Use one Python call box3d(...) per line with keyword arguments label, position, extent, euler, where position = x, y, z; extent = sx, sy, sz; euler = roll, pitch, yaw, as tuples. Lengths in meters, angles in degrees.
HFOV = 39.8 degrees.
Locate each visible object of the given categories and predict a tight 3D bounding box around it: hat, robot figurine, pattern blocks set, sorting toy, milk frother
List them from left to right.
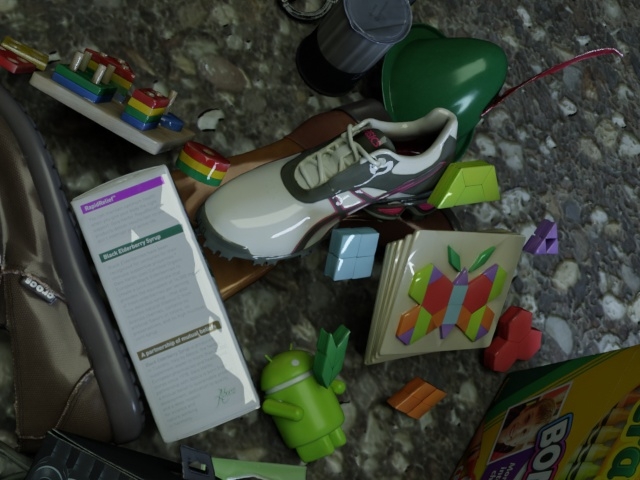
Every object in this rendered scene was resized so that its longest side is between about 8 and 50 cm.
box3d(label="sorting toy", position=(-0.196, -0.145, 0.855), extent=(0.274, 0.132, 0.046), euler=(30, 103, 1))
box3d(label="robot figurine", position=(-0.019, 0.161, 0.887), extent=(0.101, 0.067, 0.115), euler=(-18, 82, -57))
box3d(label="milk frother", position=(0.021, -0.261, 1.001), extent=(0.143, 0.134, 0.129), euler=(35, 62, -11))
box3d(label="pattern blocks set", position=(0.131, 0.057, 0.911), extent=(0.324, 0.026, 0.286), euler=(-15, 121, -32))
box3d(label="hat", position=(0.198, -0.192, 1.010), extent=(0.173, 0.183, 0.208), euler=(51, 53, -27))

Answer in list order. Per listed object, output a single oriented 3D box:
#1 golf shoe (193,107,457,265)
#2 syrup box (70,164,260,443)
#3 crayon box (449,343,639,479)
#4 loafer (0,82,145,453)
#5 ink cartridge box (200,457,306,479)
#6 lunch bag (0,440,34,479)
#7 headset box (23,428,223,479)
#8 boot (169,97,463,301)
box3d(label="golf shoe", position=(0.008, -0.064, 0.847), extent=(0.272, 0.120, 0.105), euler=(-18, 61, -25))
box3d(label="syrup box", position=(-0.141, 0.058, 0.826), extent=(0.096, 0.093, 0.237), euler=(-21, 87, -7))
box3d(label="crayon box", position=(0.225, 0.269, 0.825), extent=(0.106, 0.313, 0.363), euler=(41, 62, -8))
box3d(label="loafer", position=(-0.273, 0.023, 0.775), extent=(0.130, 0.134, 0.366), euler=(-21, 84, -19))
box3d(label="ink cartridge box", position=(-0.079, 0.312, 0.815), extent=(0.109, 0.062, 0.209), euler=(11, 69, -21))
box3d(label="lunch bag", position=(-0.328, 0.260, 0.644), extent=(0.256, 0.212, 0.305), euler=(45, 61, -25))
box3d(label="headset box", position=(-0.138, 0.290, 0.640), extent=(0.131, 0.246, 0.283), euler=(19, 78, 26))
box3d(label="boot", position=(0.000, 0.000, 0.934), extent=(0.280, 0.096, 0.264), euler=(-27, 90, -27))
